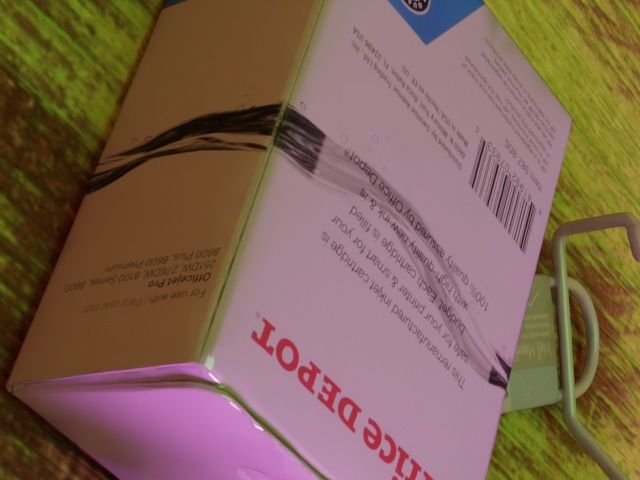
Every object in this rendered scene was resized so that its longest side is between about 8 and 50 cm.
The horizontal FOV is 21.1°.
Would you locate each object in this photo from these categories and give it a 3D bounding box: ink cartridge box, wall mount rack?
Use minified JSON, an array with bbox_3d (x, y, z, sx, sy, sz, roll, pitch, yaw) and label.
[{"bbox_3d":[0.000,0.000,1.135,0.285,0.166,0.394,46,49,-38],"label":"ink cartridge box"},{"bbox_3d":[0.191,0.131,1.399,0.350,0.130,0.304,-2,85,-52],"label":"wall mount rack"}]
